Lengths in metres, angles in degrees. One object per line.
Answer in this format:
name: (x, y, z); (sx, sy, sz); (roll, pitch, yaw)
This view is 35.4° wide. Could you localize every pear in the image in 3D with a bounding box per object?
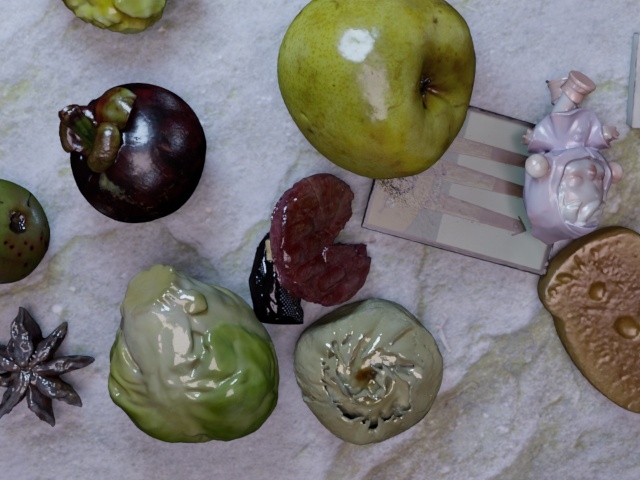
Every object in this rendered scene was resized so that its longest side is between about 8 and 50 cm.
pear: (0.074, -0.250, 1.524); (0.304, 0.304, 0.304); (0, 102, 0)

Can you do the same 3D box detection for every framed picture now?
framed picture: (0.254, -0.097, 1.673); (0.323, 0.013, 0.244); (15, 94, -3)

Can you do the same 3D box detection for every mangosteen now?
mangosteen: (-0.302, -0.146, 1.558); (0.228, 0.265, 0.228); (-11, 69, 30)

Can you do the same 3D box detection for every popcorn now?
popcorn: (-0.319, -0.444, 1.535); (0.255, 0.195, 0.256); (-3, 102, 11)

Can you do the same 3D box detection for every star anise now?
star anise: (-0.507, 0.236, 1.729); (0.209, 0.089, 0.231); (19, 90, 4)

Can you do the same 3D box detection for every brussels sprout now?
brussels sprout: (-0.218, 0.194, 1.624); (0.316, 0.243, 0.273); (46, 143, -12)

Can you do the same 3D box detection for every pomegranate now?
pomegranate: (-0.554, -0.012, 1.637); (0.210, 0.179, 0.179); (-7, 102, 14)

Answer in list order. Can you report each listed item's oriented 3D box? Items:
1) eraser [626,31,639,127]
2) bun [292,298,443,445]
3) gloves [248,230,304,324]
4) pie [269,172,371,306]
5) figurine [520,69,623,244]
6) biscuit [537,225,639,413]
eraser: (0.622, -0.260, 1.639); (0.230, 0.038, 0.157); (1, 103, 0)
bun: (0.085, 0.230, 1.694); (0.259, 0.152, 0.259); (0, 100, 0)
gloves: (-0.067, 0.047, 1.682); (0.129, 0.106, 0.181); (12, 75, -41)
pie: (0.000, 0.000, 1.640); (0.054, 0.204, 0.219); (-1, 97, 46)
figurine: (0.393, -0.130, 1.606); (0.200, 0.133, 0.276); (3, 90, -32)
biscuit: (0.549, 0.124, 1.714); (0.287, 0.057, 0.344); (-35, 99, 8)
